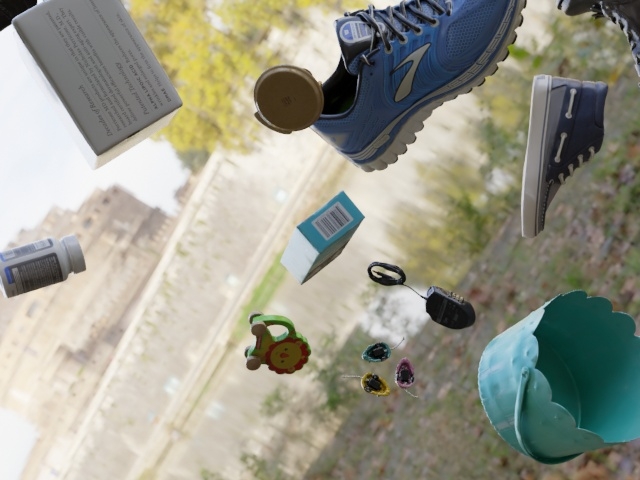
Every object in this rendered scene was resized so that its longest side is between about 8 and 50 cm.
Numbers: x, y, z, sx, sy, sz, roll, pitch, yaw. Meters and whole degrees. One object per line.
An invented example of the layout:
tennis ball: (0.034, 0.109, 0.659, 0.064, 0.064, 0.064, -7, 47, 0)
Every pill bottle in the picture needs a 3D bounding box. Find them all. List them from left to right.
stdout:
pill bottle: (-0.460, 0.039, 1.764, 0.137, 0.078, 0.078, -17, -14, -20)

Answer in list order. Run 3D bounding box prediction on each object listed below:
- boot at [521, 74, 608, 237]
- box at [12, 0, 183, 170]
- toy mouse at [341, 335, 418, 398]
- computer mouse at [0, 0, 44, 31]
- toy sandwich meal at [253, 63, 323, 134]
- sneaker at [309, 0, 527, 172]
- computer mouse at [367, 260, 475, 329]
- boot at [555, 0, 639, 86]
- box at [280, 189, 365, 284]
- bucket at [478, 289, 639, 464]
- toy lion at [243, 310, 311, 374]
boot: (0.279, -0.092, 1.236, 0.069, 0.086, 0.190, -56, -29, -73)
box: (-0.266, -0.195, 1.276, 0.119, 0.182, 0.181, -33, 6, -12)
toy mouse: (0.137, 0.256, 2.174, 0.143, 0.161, 0.031, -63, 1, -30)
computer mouse: (-0.637, -0.470, 2.114, 0.272, 0.072, 0.188, -22, -30, 9)
toy sandwich meal: (-0.033, -0.152, 1.152, 0.086, 0.085, 0.029, -58, 6, 32)
sneaker: (0.099, -0.219, 1.225, 0.330, 0.147, 0.130, -47, 36, 28)
computer mouse: (0.202, 0.102, 2.136, 0.041, 0.242, 0.071, -40, -26, -49)
boot: (0.473, -0.292, 1.596, 0.091, 0.229, 0.263, -16, 6, -36)
box: (0.000, 0.000, 1.797, 0.100, 0.060, 0.244, -38, -6, -15)
bucket: (0.419, 0.240, 1.837, 0.183, 0.281, 0.281, -39, 18, 50)
toy lion: (-0.060, 0.151, 1.553, 0.034, 0.096, 0.100, -107, 22, -56)
